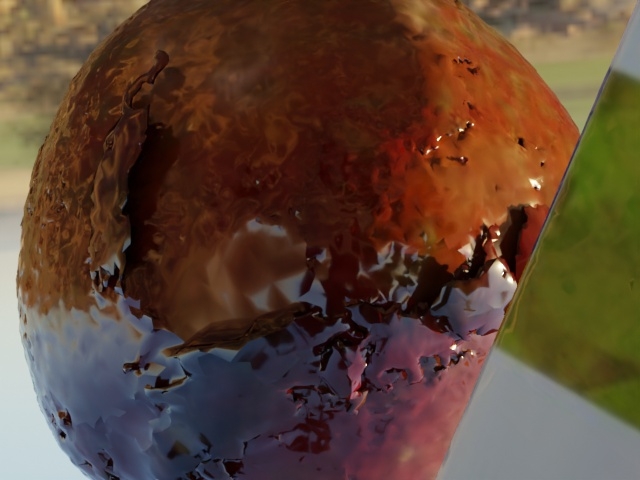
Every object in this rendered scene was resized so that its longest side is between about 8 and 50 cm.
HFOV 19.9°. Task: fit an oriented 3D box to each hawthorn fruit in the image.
[{"bbox_3d":[0.004,0.016,0.868,0.316,0.316,0.316,-4,180,0],"label":"hawthorn fruit"}]

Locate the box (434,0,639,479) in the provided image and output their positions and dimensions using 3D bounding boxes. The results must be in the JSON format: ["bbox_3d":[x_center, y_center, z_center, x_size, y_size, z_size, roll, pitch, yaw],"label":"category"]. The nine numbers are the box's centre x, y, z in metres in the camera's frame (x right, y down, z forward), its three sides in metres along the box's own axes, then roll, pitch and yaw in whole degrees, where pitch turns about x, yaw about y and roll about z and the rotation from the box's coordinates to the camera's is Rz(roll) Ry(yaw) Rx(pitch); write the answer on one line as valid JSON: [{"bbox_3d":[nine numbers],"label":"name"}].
[{"bbox_3d":[0.110,0.105,0.377,0.200,0.299,0.106,14,-168,-43],"label":"box"}]
